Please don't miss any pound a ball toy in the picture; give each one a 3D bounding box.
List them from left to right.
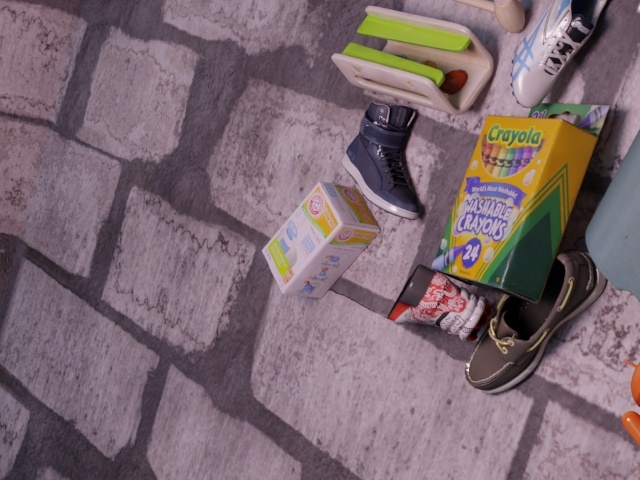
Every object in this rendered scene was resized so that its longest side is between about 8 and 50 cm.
[{"bbox_3d":[0.203,-0.336,2.125,0.319,0.136,0.208,24,75,47],"label":"pound a ball toy"}]

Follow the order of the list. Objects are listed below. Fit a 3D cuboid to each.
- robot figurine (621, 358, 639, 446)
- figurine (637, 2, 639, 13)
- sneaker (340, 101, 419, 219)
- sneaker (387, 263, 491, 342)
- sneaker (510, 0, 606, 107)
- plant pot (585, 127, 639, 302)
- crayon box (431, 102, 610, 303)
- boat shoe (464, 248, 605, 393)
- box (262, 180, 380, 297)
[{"bbox_3d":[0.510,0.230,1.658,0.158,0.128,0.219,-51,48,28],"label":"robot figurine"},{"bbox_3d":[0.544,-0.384,1.672,0.092,0.214,0.209,54,125,27],"label":"figurine"},{"bbox_3d":[0.131,-0.153,2.178,0.226,0.086,0.163,51,122,41],"label":"sneaker"},{"bbox_3d":[0.199,0.120,2.024,0.090,0.145,0.270,-60,-3,-11],"label":"sneaker"},{"bbox_3d":[0.378,-0.318,1.913,0.237,0.085,0.086,-62,24,5],"label":"sneaker"},{"bbox_3d":[0.533,-0.072,1.562,0.341,0.341,0.334,54,129,38],"label":"plant pot"},{"bbox_3d":[0.308,-0.079,1.897,0.203,0.083,0.323,15,83,63],"label":"crayon box"},{"bbox_3d":[0.319,0.129,1.915,0.305,0.091,0.109,-52,49,28],"label":"boat shoe"},{"bbox_3d":[0.000,0.000,2.281,0.203,0.103,0.114,-49,51,31],"label":"box"}]
